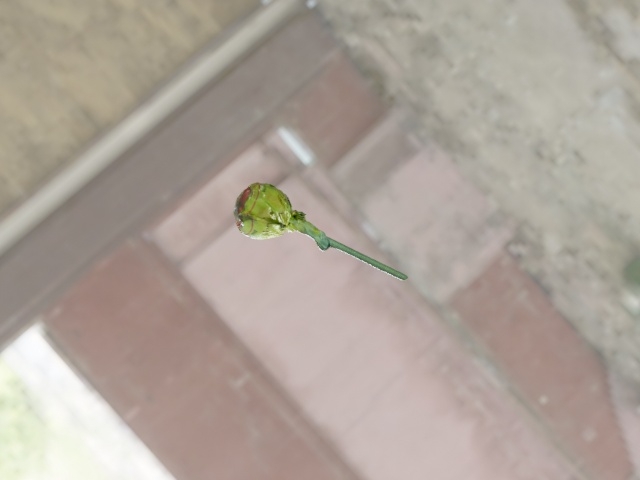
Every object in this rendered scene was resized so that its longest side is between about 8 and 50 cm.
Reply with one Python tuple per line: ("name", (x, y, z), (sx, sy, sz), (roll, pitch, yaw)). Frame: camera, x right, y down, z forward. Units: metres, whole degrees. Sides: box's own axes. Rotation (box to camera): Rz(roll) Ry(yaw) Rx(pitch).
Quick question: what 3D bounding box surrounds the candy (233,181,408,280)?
("candy", (0.000, 0.000, 1.131), (0.123, 0.035, 0.035), (26, 161, 12))
